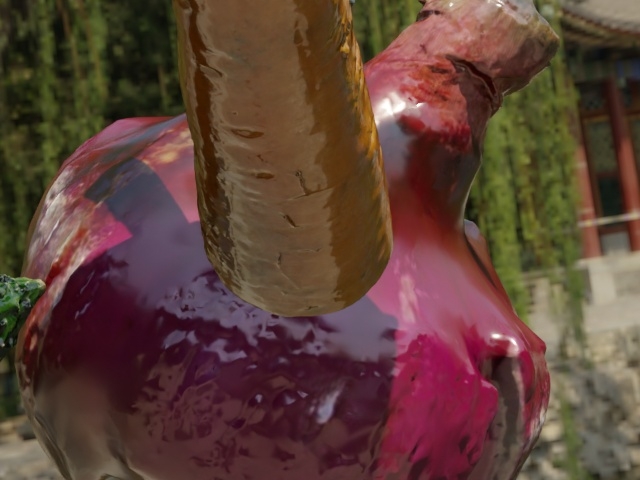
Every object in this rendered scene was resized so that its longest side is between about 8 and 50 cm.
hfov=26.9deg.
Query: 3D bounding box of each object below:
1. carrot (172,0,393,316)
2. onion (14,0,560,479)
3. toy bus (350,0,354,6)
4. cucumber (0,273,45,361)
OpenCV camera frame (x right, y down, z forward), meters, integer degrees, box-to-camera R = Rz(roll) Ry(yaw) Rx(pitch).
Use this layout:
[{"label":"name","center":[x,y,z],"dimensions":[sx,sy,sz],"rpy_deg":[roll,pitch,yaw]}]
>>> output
[{"label":"carrot","center":[-0.014,-0.055,0.338],"dimensions":[0.061,0.061,0.210],"rpy_deg":[-8,-32,-1]},{"label":"onion","center":[0.000,0.000,0.905],"dimensions":[0.398,0.420,0.398],"rpy_deg":[21,18,-7]},{"label":"toy bus","center":[-0.037,-0.252,0.598],"dimensions":[0.164,0.276,0.134],"rpy_deg":[-37,18,22]},{"label":"cucumber","center":[-0.232,0.083,0.475],"dimensions":[0.300,0.072,0.072],"rpy_deg":[-31,4,-18]}]
